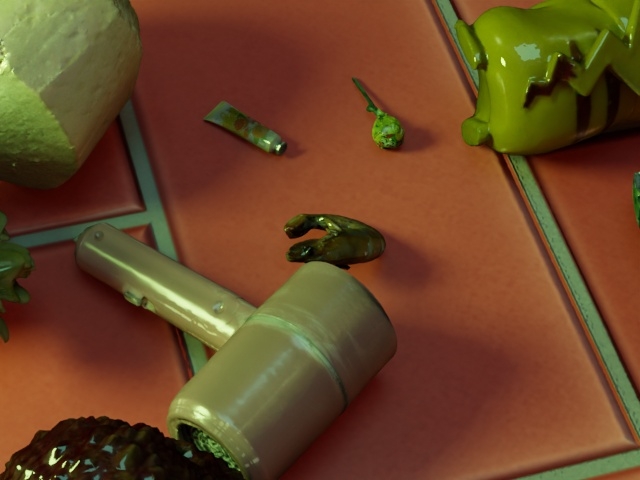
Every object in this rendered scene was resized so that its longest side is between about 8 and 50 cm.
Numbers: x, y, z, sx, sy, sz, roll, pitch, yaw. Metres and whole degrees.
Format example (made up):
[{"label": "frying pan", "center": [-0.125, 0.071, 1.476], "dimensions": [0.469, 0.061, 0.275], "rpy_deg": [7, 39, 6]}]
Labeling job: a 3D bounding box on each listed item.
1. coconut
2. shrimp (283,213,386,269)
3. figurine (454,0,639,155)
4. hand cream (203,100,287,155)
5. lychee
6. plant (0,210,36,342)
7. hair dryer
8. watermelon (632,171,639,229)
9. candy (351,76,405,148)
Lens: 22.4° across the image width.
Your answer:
[{"label": "coconut", "center": [-0.321, -0.175, 1.665], "dimensions": [0.239, 0.239, 0.244], "rpy_deg": [24, 58, 14]}, {"label": "shrimp", "center": [0.003, -0.007, 1.635], "dimensions": [0.095, 0.045, 0.162], "rpy_deg": [44, 28, 24]}, {"label": "figurine", "center": [0.305, -0.202, 1.749], "dimensions": [0.327, 0.218, 0.169], "rpy_deg": [-19, 33, -22]}, {"label": "hand cream", "center": [-0.081, -0.122, 1.770], "dimensions": [0.102, 0.022, 0.035], "rpy_deg": [32, 62, 24]}, {"label": "lychee", "center": [-0.179, 0.278, 1.337], "dimensions": [0.271, 0.271, 0.271], "rpy_deg": [2, 53, -2]}, {"label": "plant", "center": [-0.440, -0.024, 1.523], "dimensions": [0.297, 0.261, 0.306], "rpy_deg": [-18, 45, -16]}, {"label": "hair dryer", "center": [-0.126, 0.086, 1.567], "dimensions": [0.352, 0.125, 0.210], "rpy_deg": [28, 57, 28]}, {"label": "watermelon", "center": [0.401, 0.001, 1.682], "dimensions": [0.139, 0.071, 0.187], "rpy_deg": [-11, 46, -20]}, {"label": "candy", "center": [0.058, -0.145, 1.792], "dimensions": [0.035, 0.035, 0.123], "rpy_deg": [-28, 50, -2]}]
